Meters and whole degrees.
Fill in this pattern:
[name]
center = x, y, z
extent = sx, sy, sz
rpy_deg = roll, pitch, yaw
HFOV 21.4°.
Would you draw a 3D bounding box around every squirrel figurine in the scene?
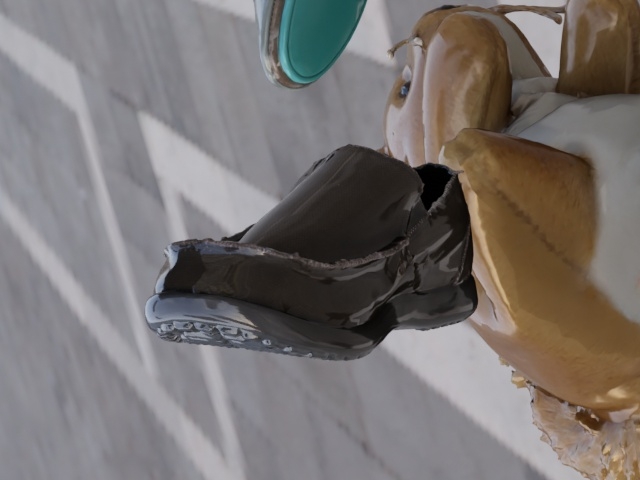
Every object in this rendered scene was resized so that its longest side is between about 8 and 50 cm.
[squirrel figurine]
center = 0.174, -0.005, 1.306
extent = 0.370, 0.281, 0.397
rpy_deg = 34, 147, 60

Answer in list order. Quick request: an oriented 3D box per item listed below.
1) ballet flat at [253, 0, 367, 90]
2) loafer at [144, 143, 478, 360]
[ballet flat]
center = 0.001, -0.172, 0.875
extent = 0.068, 0.213, 0.072
rpy_deg = 11, 161, 36
[loafer]
center = 0.000, 0.000, 0.680
extent = 0.220, 0.080, 0.078
rpy_deg = -9, -77, -66
